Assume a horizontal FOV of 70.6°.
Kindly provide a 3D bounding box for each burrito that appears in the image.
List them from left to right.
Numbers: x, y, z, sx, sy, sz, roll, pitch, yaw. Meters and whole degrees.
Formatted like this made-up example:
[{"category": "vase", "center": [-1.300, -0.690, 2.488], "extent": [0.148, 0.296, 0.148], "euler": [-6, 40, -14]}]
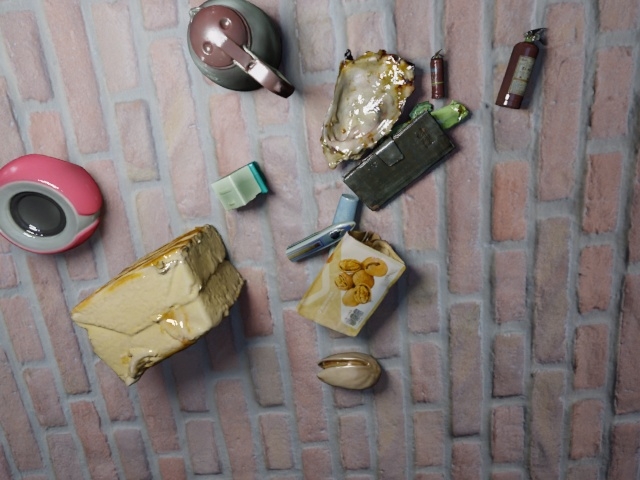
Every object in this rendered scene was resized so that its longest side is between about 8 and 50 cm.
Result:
[{"category": "burrito", "center": [0.292, -0.349, 1.345], "extent": [0.288, 0.054, 0.104], "euler": [-21, 103, 9]}]

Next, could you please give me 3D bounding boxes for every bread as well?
[{"category": "bread", "center": [-0.456, 0.169, 1.350], "extent": [0.390, 0.371, 0.279], "euler": [-31, 105, 9]}]

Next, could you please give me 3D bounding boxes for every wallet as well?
[{"category": "wallet", "center": [0.233, -0.230, 1.351], "extent": [0.317, 0.044, 0.169], "euler": [-38, 123, 17]}]

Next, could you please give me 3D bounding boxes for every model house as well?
[{"category": "model house", "center": [-0.230, -0.170, 1.373], "extent": [0.127, 0.149, 0.100], "euler": [-9, 116, 50]}]

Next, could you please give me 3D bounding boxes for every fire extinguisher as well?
[{"category": "fire extinguisher", "center": [0.337, -0.478, 1.304], "extent": [0.039, 0.056, 0.132], "euler": [-16, 111, -22]}, {"category": "fire extinguisher", "center": [0.579, -0.493, 1.291], "extent": [0.099, 0.071, 0.230], "euler": [6, 108, -30]}]

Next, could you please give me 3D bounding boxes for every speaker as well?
[{"category": "speaker", "center": [-0.801, -0.100, 1.331], "extent": [0.295, 0.294, 0.293], "euler": [0, 107, 1]}]

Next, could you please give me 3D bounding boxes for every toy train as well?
[{"category": "toy train", "center": [0.000, 0.000, 1.413], "extent": [0.252, 0.048, 0.055], "euler": [-26, 102, 29]}]

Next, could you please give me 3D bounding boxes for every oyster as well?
[{"category": "oyster", "center": [0.135, -0.365, 1.312], "extent": [0.222, 0.096, 0.360], "euler": [19, 104, 8]}]

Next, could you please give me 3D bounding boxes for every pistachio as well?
[{"category": "pistachio", "center": [0.099, 0.449, 1.552], "extent": [0.224, 0.126, 0.152], "euler": [3, 142, 1]}]

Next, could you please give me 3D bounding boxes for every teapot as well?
[{"category": "teapot", "center": [-0.200, -0.484, 1.179], "extent": [0.315, 0.312, 0.233], "euler": [38, 106, -9]}]

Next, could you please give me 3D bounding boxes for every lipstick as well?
[{"category": "lipstick", "center": [0.061, -0.011, 1.446], "extent": [0.068, 0.061, 0.273], "euler": [13, 112, -4]}]

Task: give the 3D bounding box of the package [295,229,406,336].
[{"category": "package", "center": [0.088, 0.117, 1.433], "extent": [0.222, 0.165, 0.311], "euler": [25, 111, -14]}]
